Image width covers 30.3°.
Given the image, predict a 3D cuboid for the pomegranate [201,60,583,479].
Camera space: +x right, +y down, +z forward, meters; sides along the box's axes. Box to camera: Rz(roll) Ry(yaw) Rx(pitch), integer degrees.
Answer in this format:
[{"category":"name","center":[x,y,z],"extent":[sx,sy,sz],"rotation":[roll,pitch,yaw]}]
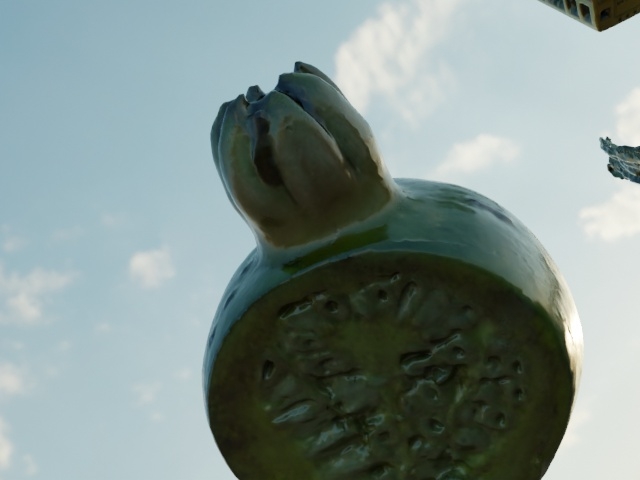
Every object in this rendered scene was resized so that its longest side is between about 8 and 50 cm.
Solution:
[{"category":"pomegranate","center":[0.018,0.035,0.626],"extent":[0.241,0.159,0.190],"rotation":[34,-66,-12]}]

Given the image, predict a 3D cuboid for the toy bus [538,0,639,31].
[{"category":"toy bus","center":[0.314,-0.401,1.625],"extent":[0.121,0.335,0.123],"rotation":[-29,-51,-13]}]

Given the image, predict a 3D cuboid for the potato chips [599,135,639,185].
[{"category":"potato chips","center":[0.320,-0.077,1.177],"extent":[0.092,0.207,0.028],"rotation":[34,-88,-20]}]
